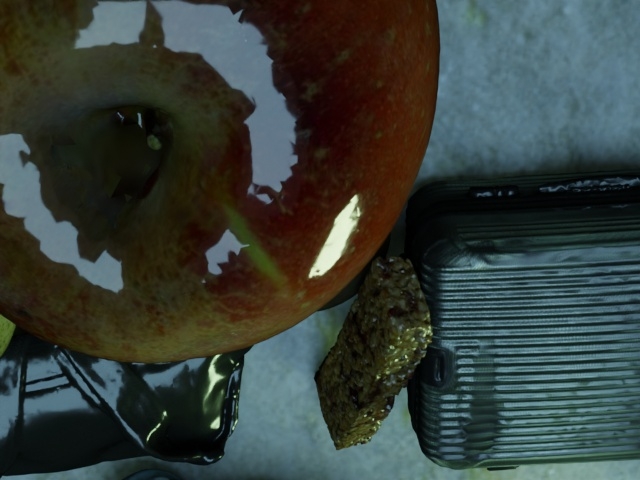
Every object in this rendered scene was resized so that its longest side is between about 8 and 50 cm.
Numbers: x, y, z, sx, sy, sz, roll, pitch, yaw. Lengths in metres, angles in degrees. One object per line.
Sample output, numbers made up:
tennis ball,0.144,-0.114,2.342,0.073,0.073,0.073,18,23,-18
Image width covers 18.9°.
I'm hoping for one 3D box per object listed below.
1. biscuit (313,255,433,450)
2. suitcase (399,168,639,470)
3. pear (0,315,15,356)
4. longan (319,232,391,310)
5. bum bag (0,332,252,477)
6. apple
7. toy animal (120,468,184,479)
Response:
biscuit,0.035,0.083,1.352,0.034,0.064,0.199,-12,154,-20
suitcase,0.209,0.052,1.366,0.312,0.128,0.202,-2,117,-3
pear,-0.283,0.029,1.299,0.167,0.136,0.167,-1,104,-5
longan,0.000,0.000,1.343,0.092,0.113,0.113,47,109,18
bum bag,-0.196,0.124,1.393,0.326,0.080,0.142,-14,111,3
apple,-0.092,-0.105,1.167,0.348,0.277,0.348,1,114,1
toy animal,-0.074,0.303,1.429,0.229,0.210,0.221,19,110,23
